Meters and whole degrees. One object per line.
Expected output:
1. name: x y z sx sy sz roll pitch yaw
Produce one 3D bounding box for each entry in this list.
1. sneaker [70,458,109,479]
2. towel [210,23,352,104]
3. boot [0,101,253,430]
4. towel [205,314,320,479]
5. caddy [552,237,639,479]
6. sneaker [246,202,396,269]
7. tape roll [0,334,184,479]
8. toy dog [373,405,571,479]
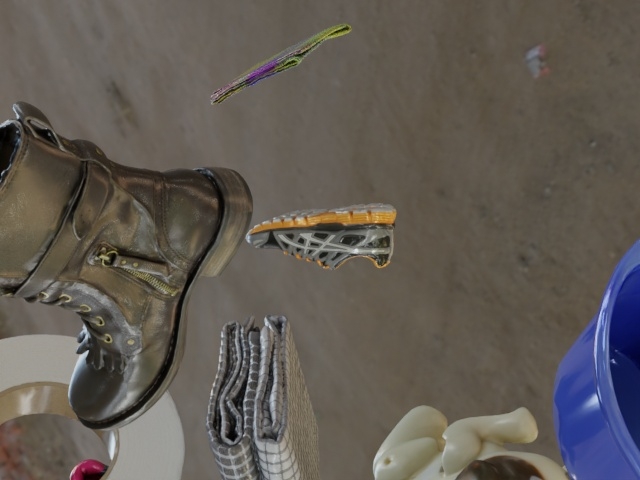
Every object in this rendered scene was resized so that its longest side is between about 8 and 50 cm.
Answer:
1. sneaker: -0.268 0.430 1.775 0.299 0.121 0.112 33 154 38
2. towel: -0.025 -0.107 0.754 0.083 0.060 0.009 -20 104 41
3. boot: -0.187 0.027 0.881 0.091 0.229 0.263 44 114 35
4. towel: -0.080 0.267 1.714 0.284 0.121 0.235 -93 -9 -56
5. caddy: 0.306 0.138 0.794 0.341 0.241 0.179 61 163 15
6. sneaker: 0.000 0.000 1.675 0.214 0.084 0.083 -3 101 23
7. tape roll: -0.381 0.295 1.719 0.392 0.392 0.072 46 141 29
8. toy dog: 0.225 0.419 1.910 0.285 0.395 0.408 64 152 -1
